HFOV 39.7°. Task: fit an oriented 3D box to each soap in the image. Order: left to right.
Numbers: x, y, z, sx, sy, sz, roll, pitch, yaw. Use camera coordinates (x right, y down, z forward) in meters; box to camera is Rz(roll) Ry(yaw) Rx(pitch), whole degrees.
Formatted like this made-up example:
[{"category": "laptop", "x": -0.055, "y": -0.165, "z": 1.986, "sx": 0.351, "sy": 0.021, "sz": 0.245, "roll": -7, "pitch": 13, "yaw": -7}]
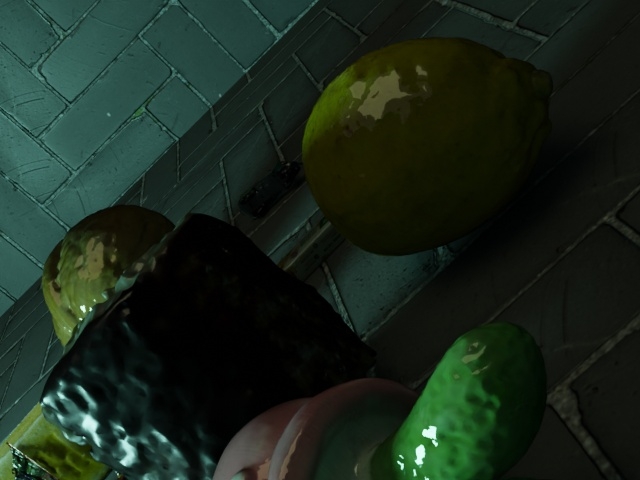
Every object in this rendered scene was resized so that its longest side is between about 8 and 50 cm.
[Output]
[{"category": "soap", "x": -0.432, "y": 0.351, "z": 1.475, "sx": 0.257, "sy": 0.160, "sz": 0.080, "roll": -50, "pitch": 23, "yaw": -6}]

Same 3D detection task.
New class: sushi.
[{"category": "sushi", "x": -0.132, "y": 0.152, "z": 1.015, "sx": 0.281, "sy": 0.294, "sz": 0.299, "roll": -45, "pitch": 2, "yaw": 39}]

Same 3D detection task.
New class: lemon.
[{"category": "lemon", "x": 0.125, "y": -0.124, "z": 1.129, "sx": 0.316, "sy": 0.285, "sz": 0.285, "roll": 113, "pitch": 180, "yaw": -48}]

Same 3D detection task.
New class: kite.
[{"category": "kite", "x": -0.446, "y": 0.430, "z": 1.399, "sx": 0.189, "sy": 0.232, "sz": 0.009, "roll": -7, "pitch": -10, "yaw": -7}]

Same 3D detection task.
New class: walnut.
[{"category": "walnut", "x": -0.373, "y": 0.091, "z": 1.674, "sx": 0.333, "sy": 0.333, "sz": 0.333, "roll": -39, "pitch": 22, "yaw": 19}]

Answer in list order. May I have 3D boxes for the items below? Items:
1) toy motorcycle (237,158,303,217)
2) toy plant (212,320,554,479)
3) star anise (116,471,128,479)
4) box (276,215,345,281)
[{"category": "toy motorcycle", "x": -0.104, "y": -0.113, "z": 1.837, "sx": 0.173, "sy": 0.058, "sz": 0.100, "roll": -39, "pitch": 16, "yaw": 23}, {"category": "toy plant", "x": 0.062, "y": 0.243, "z": 0.720, "sx": 0.356, "sy": 0.210, "sz": 0.317, "roll": -15, "pitch": 70, "yaw": 47}, {"category": "star anise", "x": -0.221, "y": 0.308, "z": 1.263, "sx": 0.288, "sy": 0.088, "sz": 0.288, "roll": -41, "pitch": 21, "yaw": 19}, {"category": "box", "x": 0.000, "y": 0.000, "z": 1.459, "sx": 0.207, "sy": 0.041, "sz": 0.050, "roll": -45, "pitch": 18, "yaw": 2}]
